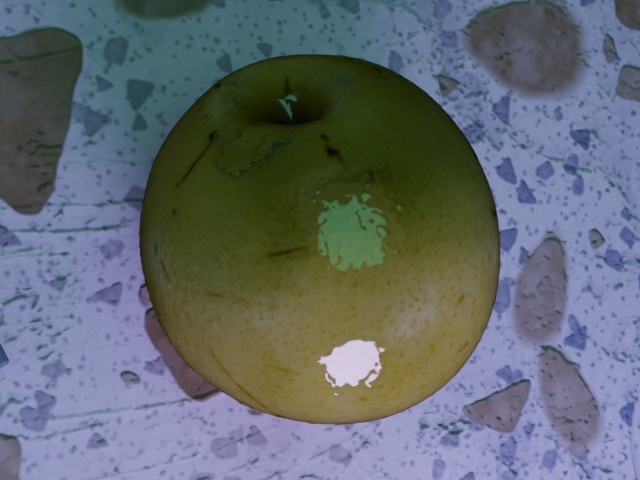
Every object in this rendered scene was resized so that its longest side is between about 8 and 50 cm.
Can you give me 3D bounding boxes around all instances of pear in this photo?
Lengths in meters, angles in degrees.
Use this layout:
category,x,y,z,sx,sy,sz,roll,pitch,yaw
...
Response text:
category,x,y,z,sx,sy,sz,roll,pitch,yaw
pear,0.000,0.000,1.057,0.349,0.348,0.348,2,84,-20

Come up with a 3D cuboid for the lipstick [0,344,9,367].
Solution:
category,x,y,z,sx,sy,sz,roll,pitch,yaw
lipstick,-0.350,0.057,1.066,0.048,0.048,0.157,-28,91,-21
